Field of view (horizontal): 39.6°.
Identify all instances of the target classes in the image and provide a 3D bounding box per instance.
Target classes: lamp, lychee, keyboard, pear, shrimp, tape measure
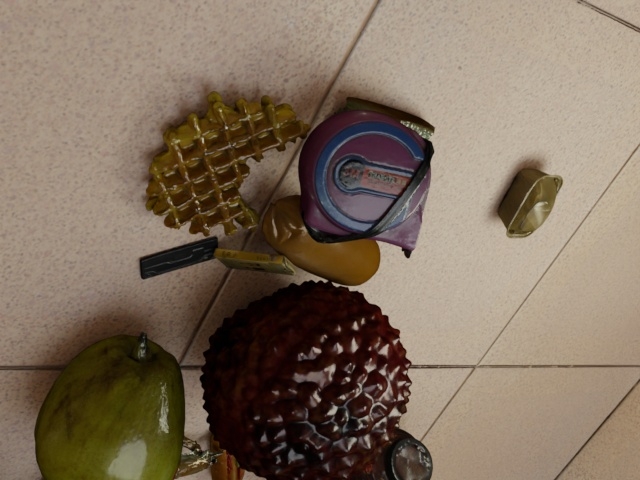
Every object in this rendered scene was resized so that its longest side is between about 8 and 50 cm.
[{"bbox_3d":[0.182,0.622,2.412,0.247,0.247,0.247,-21,138,-20],"label":"lamp"},{"bbox_3d":[-0.024,0.283,1.769,0.424,0.424,0.500,-43,158,6],"label":"lychee"},{"bbox_3d":[-0.262,0.032,1.654,0.155,0.010,0.053,-16,135,-25],"label":"keyboard"},{"bbox_3d":[-0.375,0.325,1.641,0.287,0.287,0.375,4,117,-40],"label":"pear"},{"bbox_3d":[-0.304,0.485,2.005,0.180,0.099,0.041,1,161,-30],"label":"shrimp"},{"bbox_3d":[0.073,-0.104,1.553,0.232,0.149,0.245,13,102,-14],"label":"tape measure"}]

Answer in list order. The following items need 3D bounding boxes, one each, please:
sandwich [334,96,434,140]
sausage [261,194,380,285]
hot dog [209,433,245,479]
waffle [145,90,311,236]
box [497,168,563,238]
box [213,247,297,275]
[{"bbox_3d":[0.138,-0.197,1.678,0.258,0.096,0.094,10,116,-46],"label":"sandwich"},{"bbox_3d":[0.001,0.004,1.720,0.134,0.116,0.354,-31,153,20],"label":"sausage"},{"bbox_3d":[-0.219,0.515,2.119,0.092,0.062,0.235,-18,136,-19],"label":"hot dog"},{"bbox_3d":[-0.173,-0.130,1.524,0.260,0.069,0.293,7,127,-39],"label":"waffle"},{"bbox_3d":[0.482,-0.084,2.040,0.111,0.111,0.177,-1,129,-37],"label":"box"},{"bbox_3d":[-0.121,0.041,1.675,0.073,0.149,0.020,52,48,-64],"label":"box"}]
